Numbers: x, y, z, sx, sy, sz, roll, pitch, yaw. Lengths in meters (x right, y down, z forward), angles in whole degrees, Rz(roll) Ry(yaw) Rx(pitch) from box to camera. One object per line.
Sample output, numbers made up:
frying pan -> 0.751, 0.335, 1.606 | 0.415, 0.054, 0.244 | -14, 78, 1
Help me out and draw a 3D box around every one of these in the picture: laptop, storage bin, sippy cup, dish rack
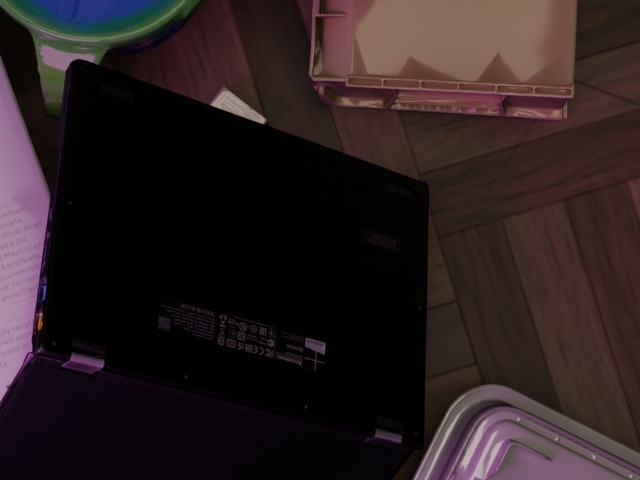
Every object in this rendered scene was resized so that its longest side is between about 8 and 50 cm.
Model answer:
laptop -> -0.125, 0.115, 1.454 | 0.382, 0.236, 0.407 | 18, 63, -32
storage bin -> 0.126, -0.263, 1.620 | 0.260, 0.123, 0.262 | 3, 86, 1
sippy cup -> -0.203, -0.278, 1.570 | 0.305, 0.224, 0.240 | -43, 86, -4
dish rack -> 0.226, 0.320, 1.554 | 0.333, 0.072, 0.285 | 27, 87, -15

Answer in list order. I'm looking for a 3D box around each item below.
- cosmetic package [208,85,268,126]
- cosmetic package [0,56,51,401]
cosmetic package -> -0.109, -0.092, 1.648 | 0.060, 0.041, 0.115 | 39, 87, 2
cosmetic package -> -0.344, -0.034, 1.543 | 0.162, 0.230, 0.453 | -20, 87, -13
